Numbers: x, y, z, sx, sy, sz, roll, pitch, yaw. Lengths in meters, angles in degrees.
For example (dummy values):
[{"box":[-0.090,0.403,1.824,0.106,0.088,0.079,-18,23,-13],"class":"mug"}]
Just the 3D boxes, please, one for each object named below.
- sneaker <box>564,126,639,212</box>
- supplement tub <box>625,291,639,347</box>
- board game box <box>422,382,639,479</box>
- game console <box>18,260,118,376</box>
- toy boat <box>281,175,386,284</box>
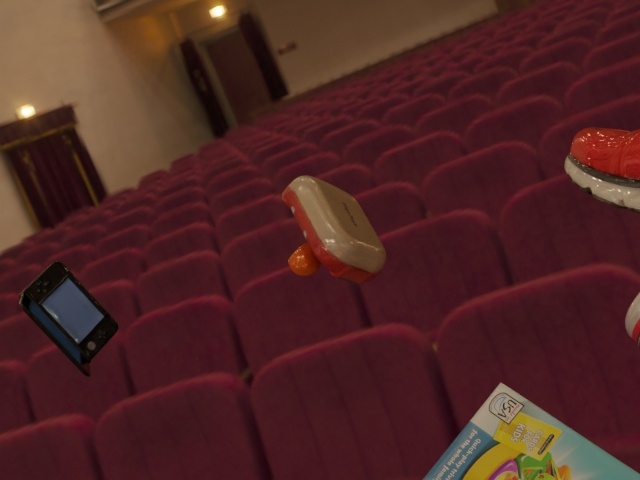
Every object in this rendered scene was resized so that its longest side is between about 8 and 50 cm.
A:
[{"box":[0.272,-0.073,0.635,0.107,0.118,0.279,1,6,-23],"class":"sneaker"},{"box":[0.603,0.166,1.406,0.191,0.272,0.191,-23,-34,-17],"class":"supplement tub"},{"box":[0.295,0.379,1.265,0.253,0.079,0.336,-50,44,-8],"class":"board game box"},{"box":[-0.305,0.094,1.172,0.071,0.122,0.107,-20,24,48],"class":"game console"},{"box":[0.000,0.000,1.642,0.151,0.231,0.151,21,-59,-42],"class":"toy boat"}]
